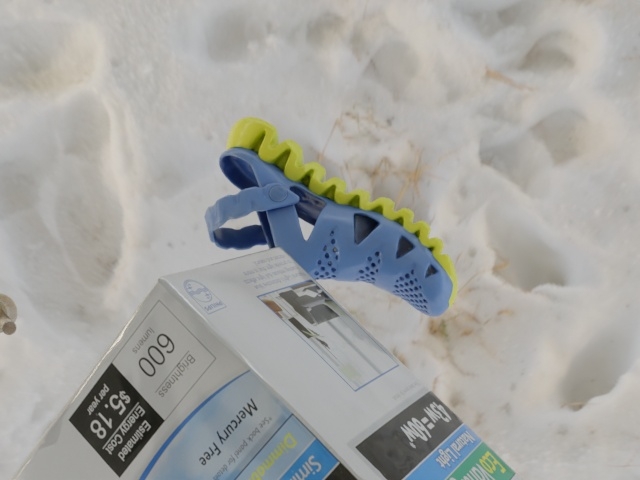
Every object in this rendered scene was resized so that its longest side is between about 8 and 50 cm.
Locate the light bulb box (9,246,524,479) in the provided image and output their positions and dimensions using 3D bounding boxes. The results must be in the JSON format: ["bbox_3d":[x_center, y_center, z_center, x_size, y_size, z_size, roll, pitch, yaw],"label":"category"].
[{"bbox_3d":[-0.055,0.260,0.946,0.361,0.225,0.358,43,111,14],"label":"light bulb box"}]

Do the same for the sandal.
[{"bbox_3d":[0.000,0.000,1.179,0.317,0.126,0.138,30,65,18],"label":"sandal"}]

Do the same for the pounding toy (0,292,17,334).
[{"bbox_3d":[-0.496,0.111,1.321,0.236,0.183,0.110,-28,97,-12],"label":"pounding toy"}]
